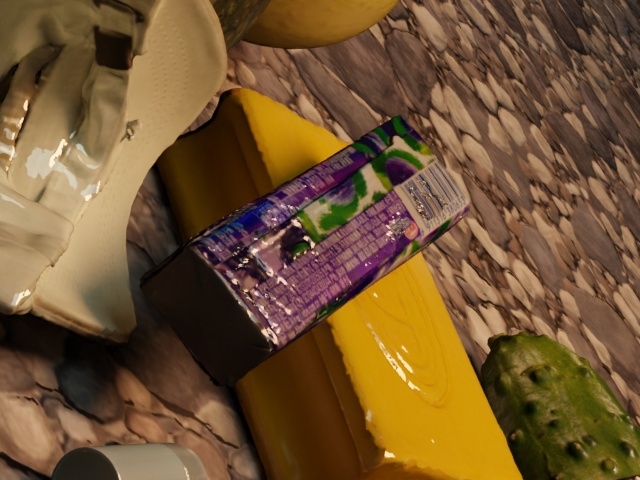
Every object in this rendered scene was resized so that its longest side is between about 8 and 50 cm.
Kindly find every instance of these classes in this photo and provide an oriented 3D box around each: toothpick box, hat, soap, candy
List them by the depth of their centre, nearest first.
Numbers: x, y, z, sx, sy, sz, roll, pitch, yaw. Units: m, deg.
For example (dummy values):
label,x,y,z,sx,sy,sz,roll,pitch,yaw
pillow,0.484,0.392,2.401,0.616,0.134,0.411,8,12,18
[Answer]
label,x,y,z,sx,sy,sz,roll,pitch,yaw
toothpick box,-0.106,0.139,1.060,0.083,0.052,0.052,8,51,-59
hat,-0.170,-0.075,1.120,0.168,0.258,0.301,19,-13,16
candy,0.000,0.000,1.230,0.088,0.061,0.312,53,33,3
soap,0.013,0.057,1.356,0.204,0.096,0.324,22,38,-52

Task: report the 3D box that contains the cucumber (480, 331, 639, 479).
label,x,y,z,sx,sy,sz,roll,pitch,yaw
cucumber,0.190,0.157,1.552,0.134,0.134,0.244,34,20,-41

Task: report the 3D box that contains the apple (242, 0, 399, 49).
label,x,y,z,sx,sy,sz,roll,pitch,yaw
apple,-0.038,-0.302,1.523,0.254,0.292,0.292,13,43,-33

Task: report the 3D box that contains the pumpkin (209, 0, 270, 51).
label,x,y,z,sx,sy,sz,roll,pitch,yaw
pumpkin,-0.169,-0.256,1.240,0.327,0.257,0.292,21,52,-41
